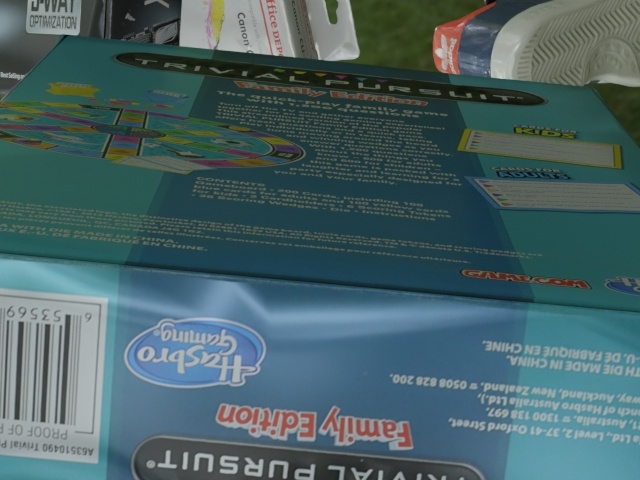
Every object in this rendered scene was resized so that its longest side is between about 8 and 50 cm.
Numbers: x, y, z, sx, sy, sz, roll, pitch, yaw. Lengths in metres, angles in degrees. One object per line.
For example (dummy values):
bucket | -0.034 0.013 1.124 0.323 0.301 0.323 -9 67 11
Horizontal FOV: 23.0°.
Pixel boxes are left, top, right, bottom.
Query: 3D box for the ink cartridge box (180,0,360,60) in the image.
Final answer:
ink cartridge box | -0.073 -0.198 1.439 0.067 0.198 0.115 -58 -41 -62

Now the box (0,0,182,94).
box | -0.227 -0.232 1.211 0.307 0.076 0.242 10 99 44

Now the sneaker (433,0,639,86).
sneaker | 0.258 -0.224 1.655 0.148 0.350 0.131 18 113 42

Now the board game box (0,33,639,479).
board game box | 0.000 0.000 0.582 0.336 0.254 0.079 -88 3 -74
